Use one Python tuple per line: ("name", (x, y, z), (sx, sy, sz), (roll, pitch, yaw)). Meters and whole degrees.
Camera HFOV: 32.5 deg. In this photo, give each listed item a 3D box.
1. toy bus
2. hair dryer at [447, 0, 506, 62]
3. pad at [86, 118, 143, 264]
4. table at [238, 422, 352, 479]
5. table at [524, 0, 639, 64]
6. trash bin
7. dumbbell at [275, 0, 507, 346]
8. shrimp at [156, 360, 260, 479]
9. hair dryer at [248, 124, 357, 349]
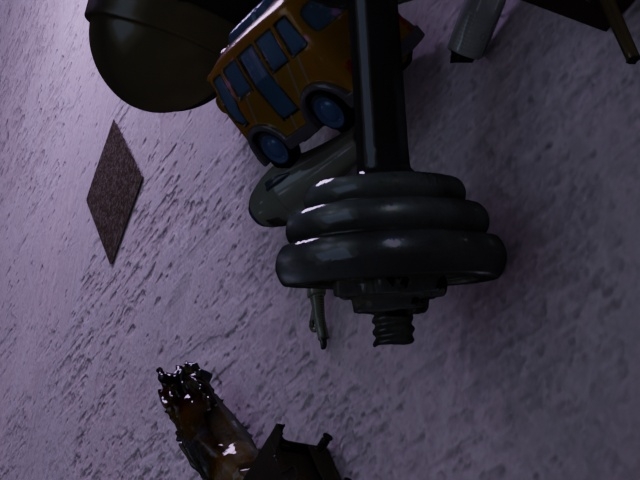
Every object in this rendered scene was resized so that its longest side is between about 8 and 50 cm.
("toy bus", (-0.017, -0.168, 1.040), (0.126, 0.136, 0.209), (-49, 12, -33))
("hair dryer", (0.154, -0.243, 0.874), (0.236, 0.073, 0.131), (-67, 31, 24))
("pad", (-0.335, -0.082, 1.770), (0.158, 0.003, 0.235), (-67, 30, 19))
("table", (-0.020, 0.225, 1.002), (0.082, 0.070, 0.083), (-61, 31, 22))
("table", (0.136, -0.200, 0.701), (0.121, 0.240, 0.111), (-52, 36, 40))
("trash bin", (-0.161, -0.313, 1.331), (0.214, 0.214, 0.333), (8, 81, 62))
("dumbbell", (0.044, -0.122, 0.850), (0.179, 0.179, 0.406), (-12, 80, 60))
("shrimp", (-0.119, 0.260, 1.181), (0.289, 0.075, 0.178), (46, 123, 42))
("hair dryer", (0.008, -0.018, 1.077), (0.167, 0.067, 0.199), (-49, 50, 33))
